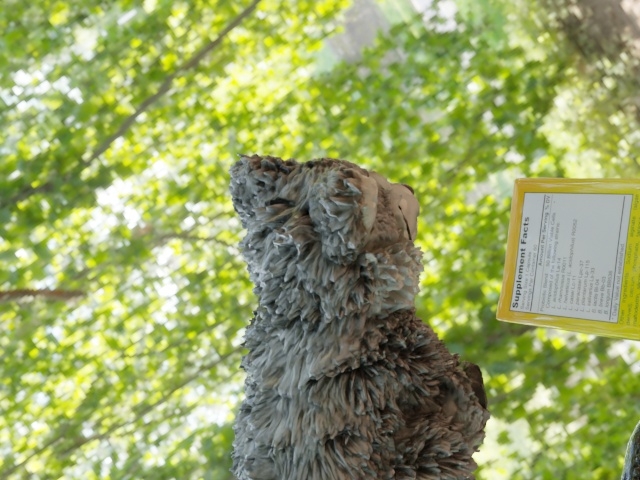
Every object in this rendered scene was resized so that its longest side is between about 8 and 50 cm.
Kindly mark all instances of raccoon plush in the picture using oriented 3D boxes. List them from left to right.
[{"bbox_3d":[-0.018,0.137,0.846,0.299,0.216,0.446,60,-140,-38],"label":"raccoon plush"}]

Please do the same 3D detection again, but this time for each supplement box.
[{"bbox_3d":[0.428,0.033,1.304,0.195,0.194,0.356,12,175,-43],"label":"supplement box"}]

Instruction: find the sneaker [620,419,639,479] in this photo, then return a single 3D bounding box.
[{"bbox_3d":[0.347,0.275,1.084,0.079,0.216,0.121,14,174,19],"label":"sneaker"}]
